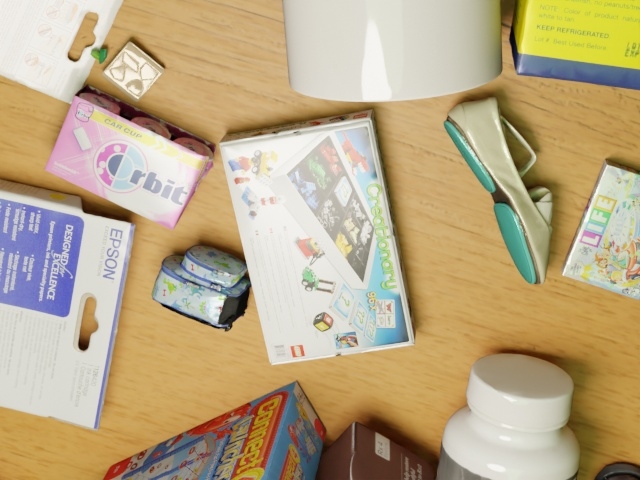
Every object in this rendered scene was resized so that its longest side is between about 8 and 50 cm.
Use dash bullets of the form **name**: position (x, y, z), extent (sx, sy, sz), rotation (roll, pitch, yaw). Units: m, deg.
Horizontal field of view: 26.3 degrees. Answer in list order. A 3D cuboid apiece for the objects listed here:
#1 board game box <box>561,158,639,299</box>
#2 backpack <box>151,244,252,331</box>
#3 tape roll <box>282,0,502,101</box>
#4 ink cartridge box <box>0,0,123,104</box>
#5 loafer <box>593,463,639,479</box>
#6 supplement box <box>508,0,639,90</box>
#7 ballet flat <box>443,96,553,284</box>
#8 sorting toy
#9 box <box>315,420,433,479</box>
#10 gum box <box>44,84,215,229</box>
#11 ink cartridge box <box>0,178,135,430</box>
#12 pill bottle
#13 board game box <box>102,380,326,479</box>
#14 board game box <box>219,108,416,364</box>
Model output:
- **board game box**: position (0.375, -0.013, 1.699), extent (0.103, 0.026, 0.154), rotation (18, 111, -1)
- **backpack**: position (-0.149, 0.053, 1.736), extent (0.114, 0.105, 0.084), rotation (18, 103, 7)
- **tape roll**: position (0.079, -0.263, 1.523), extent (0.246, 0.246, 0.169), rotation (-3, 109, 7)
- **ink cartridge box**: position (-0.371, -0.291, 1.671), extent (0.224, 0.056, 0.181), rotation (21, 111, -22)
- **loafer**: position (0.394, 0.450, 1.828), extent (0.109, 0.095, 0.302), rotation (1, 110, 6)
- **supplement box**: position (0.331, -0.360, 1.490), extent (0.194, 0.195, 0.356), rotation (9, 111, 2)
- **ballet flat**: position (0.239, -0.065, 1.672), extent (0.086, 0.086, 0.248), rotation (-25, 105, 14)
- **sorting toy**: position (-0.242, -0.217, 1.690), extent (0.083, 0.012, 0.062), rotation (39, 114, -17)
- **box**: position (-0.013, 0.437, 1.780), extent (0.143, 0.191, 0.381), rotation (29, 120, -15)
- **gum box**: position (-0.234, -0.102, 1.708), extent (0.188, 0.062, 0.107), rotation (25, 110, -4)
- **ink cartridge box**: position (-0.409, 0.073, 1.789), extent (0.307, 0.072, 0.303), rotation (13, 109, -2)
- **pill bottle**: position (0.235, 0.315, 1.752), extent (0.176, 0.176, 0.318), rotation (8, 110, 3)
- **board game box**: position (-0.158, 0.331, 1.727), extent (0.302, 0.308, 0.086), rotation (-26, 103, 13)
- **board game box**: position (0.000, 0.000, 1.727), extent (0.193, 0.053, 0.305), rotation (-8, 109, 9)
